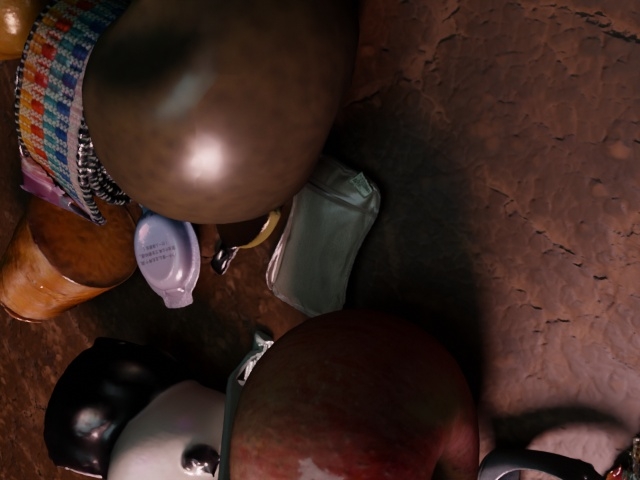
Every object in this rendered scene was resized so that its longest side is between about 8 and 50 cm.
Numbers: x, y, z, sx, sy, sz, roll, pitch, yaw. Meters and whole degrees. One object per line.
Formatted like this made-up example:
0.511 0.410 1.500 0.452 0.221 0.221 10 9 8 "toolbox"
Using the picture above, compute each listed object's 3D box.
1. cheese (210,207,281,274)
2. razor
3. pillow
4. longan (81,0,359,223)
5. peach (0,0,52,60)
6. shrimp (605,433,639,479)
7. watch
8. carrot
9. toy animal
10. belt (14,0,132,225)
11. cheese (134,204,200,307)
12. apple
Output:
-0.117 -0.011 1.018 0.086 0.036 0.162 42 125 12 "cheese"
-0.112 0.242 0.970 0.056 0.278 0.111 12 116 -1 "razor"
0.000 0.000 0.938 0.131 0.038 0.232 29 121 23 "pillow"
-0.103 -0.173 0.797 0.288 0.288 0.350 41 113 16 "longan"
-0.505 -0.393 1.085 0.251 0.153 0.251 12 118 25 "peach"
0.344 0.301 0.806 0.101 0.042 0.190 17 116 38 "shrimp"
0.267 0.346 0.832 0.193 0.068 0.206 21 117 47 "watch"
-0.433 0.031 1.159 0.254 0.196 0.195 -31 87 38 "carrot"
-0.243 0.295 1.090 0.310 0.251 0.250 15 115 24 "toy animal"
-0.301 -0.190 0.980 0.161 0.207 0.295 33 130 17 "belt"
-0.239 -0.018 1.088 0.135 0.052 0.244 -14 88 35 "cheese"
0.029 0.251 0.835 0.270 0.345 0.344 6 110 32 "apple"
